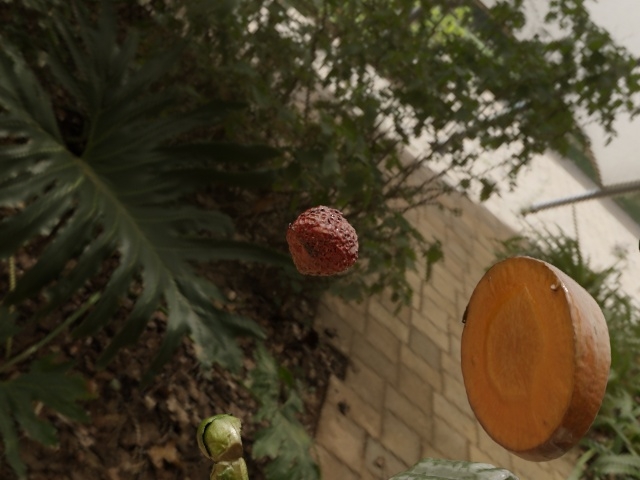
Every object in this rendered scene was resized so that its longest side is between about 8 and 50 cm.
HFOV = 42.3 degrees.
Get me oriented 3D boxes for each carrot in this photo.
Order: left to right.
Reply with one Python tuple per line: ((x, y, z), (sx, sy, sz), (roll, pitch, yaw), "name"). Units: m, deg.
((0.305, 0.172, 1.215), (0.100, 0.258, 0.307), (20, 45, -21), "carrot")

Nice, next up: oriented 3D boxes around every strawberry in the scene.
((0.000, 0.000, 0.930), (0.083, 0.083, 0.096), (50, 2, 20), "strawberry")

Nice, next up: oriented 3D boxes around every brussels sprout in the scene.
((-0.090, 0.208, 0.794), (0.051, 0.046, 0.083), (119, -47, -71), "brussels sprout")

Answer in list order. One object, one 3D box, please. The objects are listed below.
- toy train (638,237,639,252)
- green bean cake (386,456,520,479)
((0.187, 0.007, 0.349), (0.103, 0.064, 0.044), (12, 75, -29), "toy train")
((0.062, 0.254, 0.538), (0.185, 0.094, 0.184), (-14, 98, -48), "green bean cake")
